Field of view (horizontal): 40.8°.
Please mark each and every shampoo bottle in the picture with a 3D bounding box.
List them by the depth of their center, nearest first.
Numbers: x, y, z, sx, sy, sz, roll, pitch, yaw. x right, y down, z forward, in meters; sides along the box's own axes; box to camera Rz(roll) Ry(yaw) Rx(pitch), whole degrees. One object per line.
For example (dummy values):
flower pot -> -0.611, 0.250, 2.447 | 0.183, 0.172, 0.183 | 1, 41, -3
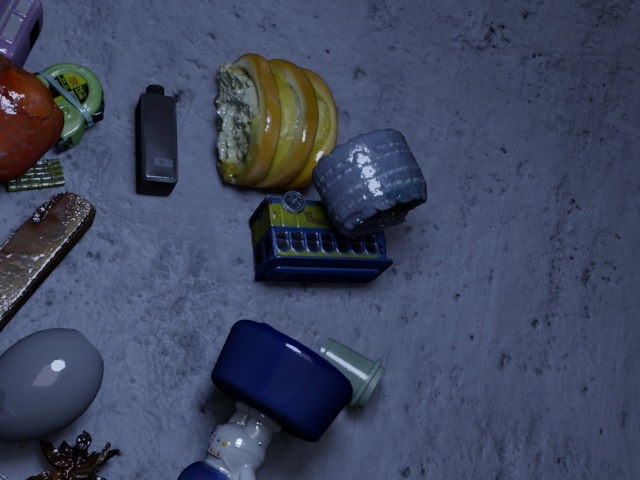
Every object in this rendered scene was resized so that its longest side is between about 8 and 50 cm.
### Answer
shampoo bottle -> -0.356, -0.223, 1.860 | 0.080, 0.079, 0.246 | 5, 66, -23

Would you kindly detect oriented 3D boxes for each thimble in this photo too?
thimble -> 0.107, -0.114, 1.794 | 0.236, 0.205, 0.172 | -8, 70, -61

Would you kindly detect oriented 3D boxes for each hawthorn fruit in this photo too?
hawthorn fruit -> -0.657, -0.210, 1.636 | 0.276, 0.276, 0.308 | 30, 84, -9

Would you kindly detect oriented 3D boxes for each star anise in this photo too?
star anise -> -0.446, 0.422, 1.555 | 0.167, 0.057, 0.168 | 4, 72, -13

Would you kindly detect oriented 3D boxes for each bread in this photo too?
bread -> -0.093, -0.268, 1.920 | 0.270, 0.211, 0.316 | 6, 69, -22

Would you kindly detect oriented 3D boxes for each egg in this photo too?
egg -> -0.501, 0.259, 1.531 | 0.232, 0.176, 0.176 | -34, 84, -26

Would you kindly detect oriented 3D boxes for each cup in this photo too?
cup -> 0.052, 0.276, 1.808 | 0.141, 0.120, 0.120 | 30, 59, 7

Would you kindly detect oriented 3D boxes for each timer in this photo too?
timer -> -0.139, 0.372, 1.620 | 0.270, 0.270, 0.384 | 34, 72, -7

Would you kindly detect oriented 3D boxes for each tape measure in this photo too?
tape measure -> -0.532, -0.297, 1.811 | 0.154, 0.087, 0.177 | -34, 83, -19

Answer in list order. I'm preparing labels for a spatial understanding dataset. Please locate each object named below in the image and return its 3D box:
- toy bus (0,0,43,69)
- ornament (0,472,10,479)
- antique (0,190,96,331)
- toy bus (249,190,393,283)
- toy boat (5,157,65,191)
toy bus -> -0.668, -0.442, 1.789 | 0.142, 0.142, 0.203 | 19, 63, -8
ornament -> -0.552, 0.451, 1.415 | 0.166, 0.196, 0.153 | 40, 59, -4
antique -> -0.560, 0.032, 1.657 | 0.093, 0.087, 0.310 | 36, 59, -4
toy bus -> 0.000, 0.000, 1.883 | 0.287, 0.138, 0.175 | 3, 66, -23
toy boat -> -0.585, -0.134, 1.759 | 0.115, 0.016, 0.063 | -10, 73, -27
